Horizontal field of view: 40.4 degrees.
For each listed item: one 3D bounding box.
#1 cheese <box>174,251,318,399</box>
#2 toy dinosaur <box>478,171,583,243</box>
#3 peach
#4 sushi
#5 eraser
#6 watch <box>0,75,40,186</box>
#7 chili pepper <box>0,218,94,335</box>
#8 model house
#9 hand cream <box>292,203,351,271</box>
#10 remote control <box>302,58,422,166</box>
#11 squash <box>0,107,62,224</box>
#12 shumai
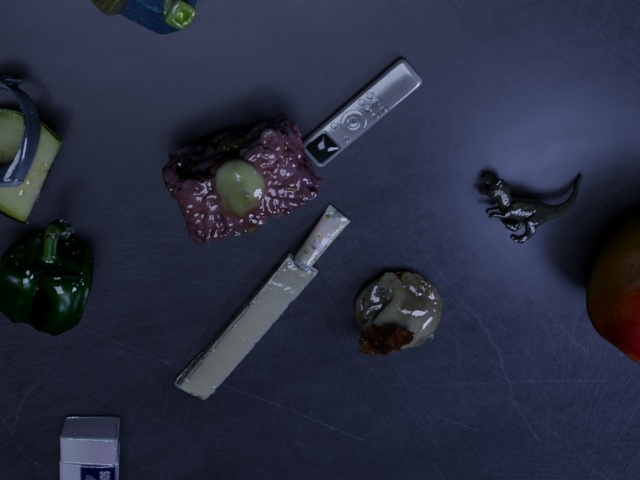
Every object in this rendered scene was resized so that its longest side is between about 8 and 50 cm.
[{"bbox_3d":[-0.158,0.187,1.838,0.085,0.034,0.400,36,108,-22],"label":"cheese"},{"bbox_3d":[0.422,-0.090,1.739,0.187,0.087,0.179,32,111,-22],"label":"toy dinosaur"},{"bbox_3d":[0.687,0.097,1.744,0.308,0.308,0.332,45,74,-24],"label":"peach"},{"bbox_3d":[-0.140,-0.115,1.578,0.270,0.236,0.170,-18,110,7],"label":"sushi"},{"bbox_3d":[-0.512,0.530,1.940,0.130,0.086,0.287,3,117,-7],"label":"eraser"},{"bbox_3d":[-0.596,-0.190,1.532,0.206,0.068,0.192,1,91,13],"label":"watch"},{"bbox_3d":[-0.510,0.054,1.654,0.174,0.165,0.261,24,116,1],"label":"chili pepper"},{"bbox_3d":[-0.270,-0.433,1.380,0.195,0.189,0.214,-39,138,23],"label":"model house"},{"bbox_3d":[0.000,0.000,1.751,0.061,0.039,0.143,37,89,-20],"label":"hand cream"},{"bbox_3d":[0.076,-0.238,1.650,0.261,0.029,0.067,-39,115,13],"label":"remote control"},{"bbox_3d":[-0.558,-0.151,1.601,0.184,0.085,0.192,32,104,10],"label":"squash"},{"bbox_3d":[0.163,0.168,1.821,0.201,0.120,0.201,-1,117,-3],"label":"shumai"}]
